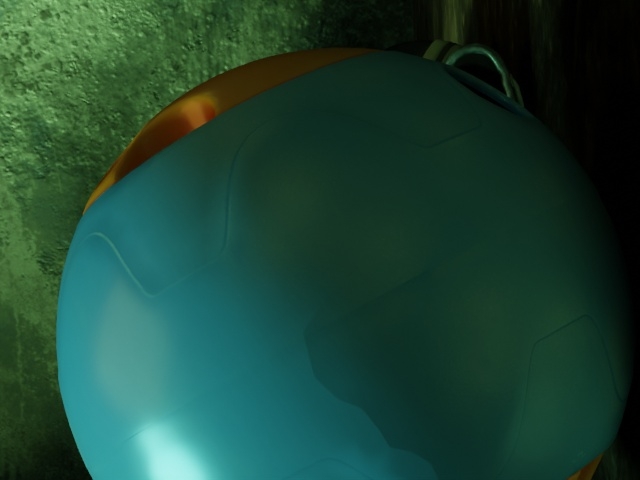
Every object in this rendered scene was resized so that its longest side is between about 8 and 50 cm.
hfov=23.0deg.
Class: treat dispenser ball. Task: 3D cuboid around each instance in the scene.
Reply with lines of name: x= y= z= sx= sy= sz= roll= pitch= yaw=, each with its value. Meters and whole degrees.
treat dispenser ball: x=0.012 y=0.046 z=0.792 sx=0.288 sy=0.288 sz=0.288 roll=-3 pitch=-90 yaw=-90

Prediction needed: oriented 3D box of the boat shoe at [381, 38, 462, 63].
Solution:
boat shoe: x=0.000 y=0.000 z=1.224 sx=0.500 sy=0.156 sz=0.187 roll=-60 pitch=-33 yaw=-48

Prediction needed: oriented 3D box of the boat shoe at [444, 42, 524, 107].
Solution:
boat shoe: x=0.109 y=0.009 z=1.121 sx=0.102 sy=0.108 sz=0.301 roll=75 pitch=-161 yaw=-81
